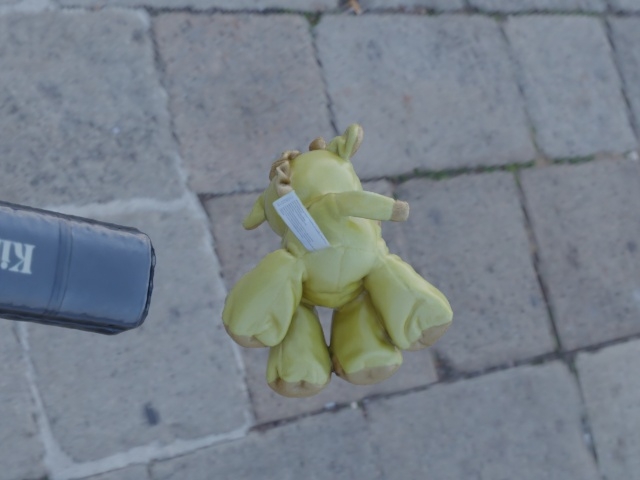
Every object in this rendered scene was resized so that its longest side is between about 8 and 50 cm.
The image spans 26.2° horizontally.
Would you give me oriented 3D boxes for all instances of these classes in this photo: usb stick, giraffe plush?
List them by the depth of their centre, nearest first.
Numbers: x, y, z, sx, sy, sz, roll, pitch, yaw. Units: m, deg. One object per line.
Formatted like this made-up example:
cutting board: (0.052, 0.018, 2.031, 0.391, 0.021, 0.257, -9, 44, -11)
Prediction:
usb stick: (-0.226, 0.008, 0.877, 0.278, 0.045, 0.077, 13, 88, -41)
giraffe plush: (0.000, 0.000, 1.149, 0.170, 0.181, 0.210, -101, 177, -56)
